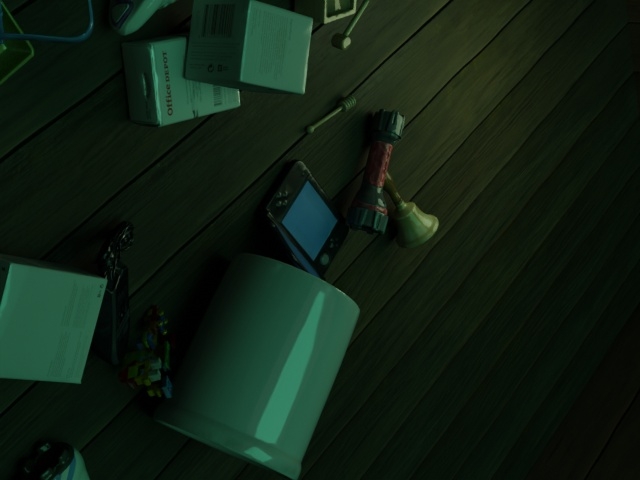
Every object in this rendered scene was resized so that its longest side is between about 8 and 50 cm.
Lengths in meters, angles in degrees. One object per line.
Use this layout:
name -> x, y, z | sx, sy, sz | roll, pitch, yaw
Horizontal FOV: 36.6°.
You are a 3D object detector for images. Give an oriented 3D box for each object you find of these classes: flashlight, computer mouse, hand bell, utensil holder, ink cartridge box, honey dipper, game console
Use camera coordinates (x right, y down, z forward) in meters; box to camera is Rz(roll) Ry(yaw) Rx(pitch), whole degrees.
flashlight -> 0.141, -0.170, 2.371 | 0.103, 0.103, 0.304 | 25, 77, -59
computer mouse -> -0.406, 0.107, 1.827 | 0.188, 0.072, 0.272 | -82, 177, -70
hand bell -> 0.195, -0.107, 2.503 | 0.126, 0.126, 0.242 | -52, 123, -27
utensil holder -> -0.124, 0.264, 2.039 | 0.327, 0.328, 0.385 | 42, 66, -47
ink cartridge box -> -0.267, -0.318, 1.868 | 0.218, 0.092, 0.158 | -24, 117, -47
honey dipper -> 0.023, -0.293, 2.275 | 0.161, 0.030, 0.030 | -41, 130, -33
game console -> 0.000, 0.000, 2.222 | 0.250, 0.173, 0.293 | -59, 139, -19

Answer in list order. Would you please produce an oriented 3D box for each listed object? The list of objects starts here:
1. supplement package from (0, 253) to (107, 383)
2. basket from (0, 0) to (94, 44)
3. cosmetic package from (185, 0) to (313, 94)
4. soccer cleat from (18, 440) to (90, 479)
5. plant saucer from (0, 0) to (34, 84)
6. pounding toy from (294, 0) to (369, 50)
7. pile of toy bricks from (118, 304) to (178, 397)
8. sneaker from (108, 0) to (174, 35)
supplement package -> -0.511, 0.131, 1.665 | 0.203, 0.149, 0.194 | 16, 88, -51
basket -> -0.480, -0.414, 1.402 | 0.201, 0.289, 0.254 | 134, -46, -83
cosmetic package -> -0.133, -0.363, 1.825 | 0.184, 0.151, 0.151 | 2, 97, -50
soccer cleat -> -0.548, 0.520, 1.766 | 0.331, 0.116, 0.143 | -46, 132, -32
plant saucer -> -0.577, -0.318, 1.534 | 0.188, 0.045, 0.188 | -51, 135, -27
pounding toy -> 0.023, -0.533, 2.160 | 0.181, 0.094, 0.206 | -32, 133, -47
pile of toy bricks -> -0.353, 0.237, 1.923 | 0.212, 0.105, 0.118 | -97, 172, -52
sneaker -> -0.272, -0.482, 1.794 | 0.305, 0.114, 0.152 | -59, 138, -20
